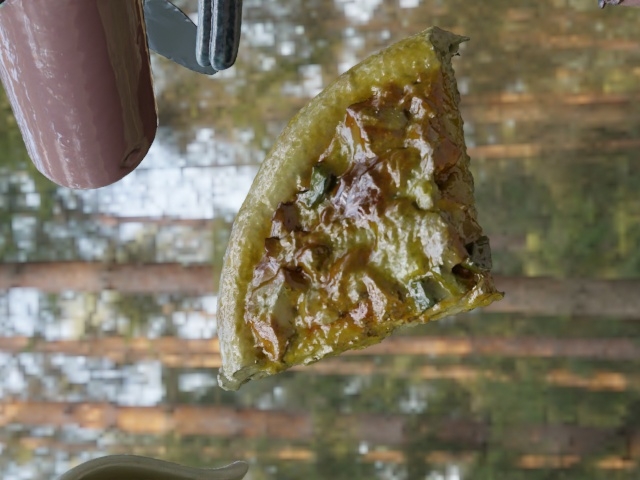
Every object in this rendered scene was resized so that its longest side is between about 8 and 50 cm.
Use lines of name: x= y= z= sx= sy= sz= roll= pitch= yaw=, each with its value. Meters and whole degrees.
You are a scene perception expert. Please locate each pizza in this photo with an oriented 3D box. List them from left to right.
pizza: x=0.032 y=-0.008 z=1.087 sx=0.292 sy=0.197 sz=0.058 roll=-55 pitch=-28 yaw=0

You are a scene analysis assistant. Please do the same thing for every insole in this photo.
insole: x=-0.183 y=-0.211 z=1.309 sx=0.086 sy=0.253 sz=0.005 roll=-30 pitch=29 yaw=61

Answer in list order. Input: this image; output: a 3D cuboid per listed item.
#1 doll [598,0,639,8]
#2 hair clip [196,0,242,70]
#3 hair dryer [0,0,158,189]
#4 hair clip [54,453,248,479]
doll: x=0.359 y=-0.226 z=1.248 sx=0.284 sy=0.268 sz=0.216 roll=124 pitch=153 yaw=-54
hair clip: x=-0.073 y=-0.217 z=0.788 sx=0.048 sy=0.083 sz=0.275 roll=-46 pitch=-58 yaw=-67
hair dryer: x=-0.075 y=-0.115 z=0.530 sx=0.210 sy=0.125 sz=0.352 roll=-42 pitch=-13 yaw=-15
hair clip: x=-0.185 y=0.247 z=1.373 sx=0.172 sy=0.282 sz=0.113 roll=126 pitch=138 yaw=-53
